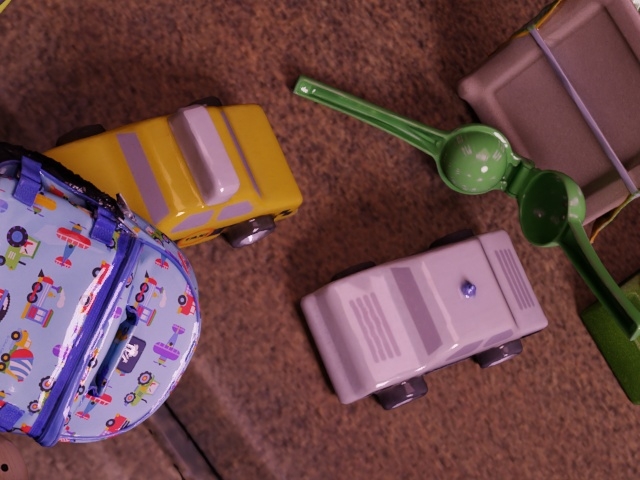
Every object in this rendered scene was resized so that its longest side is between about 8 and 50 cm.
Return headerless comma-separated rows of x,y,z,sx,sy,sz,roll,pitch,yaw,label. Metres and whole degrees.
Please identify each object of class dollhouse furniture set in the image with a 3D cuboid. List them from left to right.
0.266,-0.056,1.089,0.151,0.197,0.302,-27,85,-35,dollhouse furniture set

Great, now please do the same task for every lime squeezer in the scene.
0.121,-0.034,1.051,0.310,0.059,0.110,38,46,21,lime squeezer

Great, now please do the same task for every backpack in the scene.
-0.147,0.046,0.835,0.173,0.117,0.158,32,86,-24,backpack

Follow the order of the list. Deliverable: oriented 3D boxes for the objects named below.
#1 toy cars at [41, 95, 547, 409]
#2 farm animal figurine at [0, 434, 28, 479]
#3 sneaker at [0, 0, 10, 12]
0.000,0.000,0.976,0.393,0.087,0.176,26,58,-19,toy cars
-0.130,0.193,0.678,0.330,0.326,0.172,49,64,-25,farm animal figurine
-0.296,-0.163,0.852,0.300,0.121,0.111,-22,81,-36,sneaker
